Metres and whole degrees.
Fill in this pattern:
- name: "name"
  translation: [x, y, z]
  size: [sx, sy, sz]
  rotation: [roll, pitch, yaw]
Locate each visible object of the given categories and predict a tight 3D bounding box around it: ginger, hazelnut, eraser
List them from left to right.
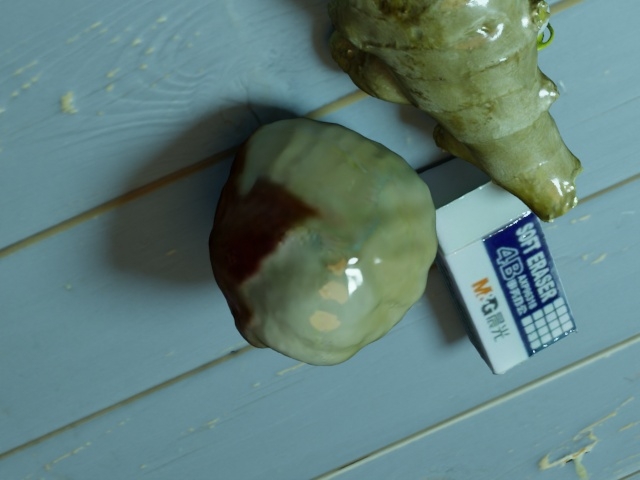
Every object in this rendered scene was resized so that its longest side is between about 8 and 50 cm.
- name: "hazelnut"
  translation: [0.000, 0.000, 1.554]
  size: [0.261, 0.261, 0.241]
  rotation: [4, 165, -21]
- name: "ginger"
  translation: [0.128, -0.150, 1.474]
  size: [0.236, 0.166, 0.375]
  rotation: [-8, 127, 14]
- name: "eraser"
  translation: [0.205, 0.022, 1.718]
  size: [0.130, 0.086, 0.287]
  rotation: [-26, 130, 0]

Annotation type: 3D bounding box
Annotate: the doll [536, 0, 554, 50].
- name: "doll"
  translation: [0.196, -0.267, 1.495]
  size: [0.129, 0.081, 0.207]
  rotation: [-17, 132, 5]
